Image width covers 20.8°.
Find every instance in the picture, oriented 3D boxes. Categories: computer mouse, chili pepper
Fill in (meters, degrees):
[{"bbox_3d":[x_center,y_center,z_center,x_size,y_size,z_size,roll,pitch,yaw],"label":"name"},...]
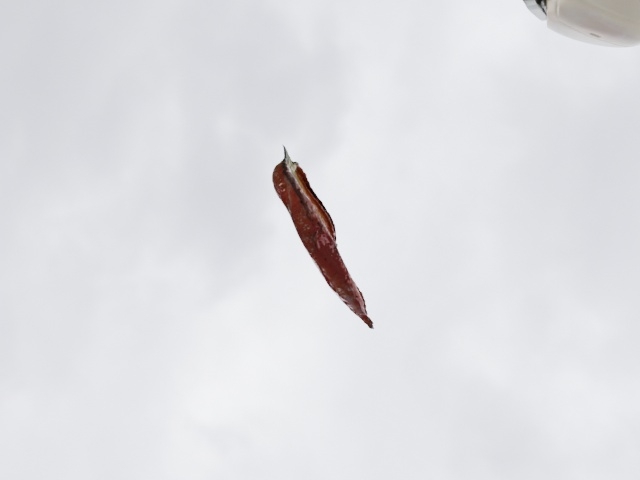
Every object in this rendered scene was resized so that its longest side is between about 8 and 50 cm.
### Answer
[{"bbox_3d":[0.291,-0.289,1.900,0.082,0.236,0.145,-9,-102,44],"label":"computer mouse"},{"bbox_3d":[0.000,0.000,1.454,0.027,0.045,0.178,-33,-104,14],"label":"chili pepper"}]
